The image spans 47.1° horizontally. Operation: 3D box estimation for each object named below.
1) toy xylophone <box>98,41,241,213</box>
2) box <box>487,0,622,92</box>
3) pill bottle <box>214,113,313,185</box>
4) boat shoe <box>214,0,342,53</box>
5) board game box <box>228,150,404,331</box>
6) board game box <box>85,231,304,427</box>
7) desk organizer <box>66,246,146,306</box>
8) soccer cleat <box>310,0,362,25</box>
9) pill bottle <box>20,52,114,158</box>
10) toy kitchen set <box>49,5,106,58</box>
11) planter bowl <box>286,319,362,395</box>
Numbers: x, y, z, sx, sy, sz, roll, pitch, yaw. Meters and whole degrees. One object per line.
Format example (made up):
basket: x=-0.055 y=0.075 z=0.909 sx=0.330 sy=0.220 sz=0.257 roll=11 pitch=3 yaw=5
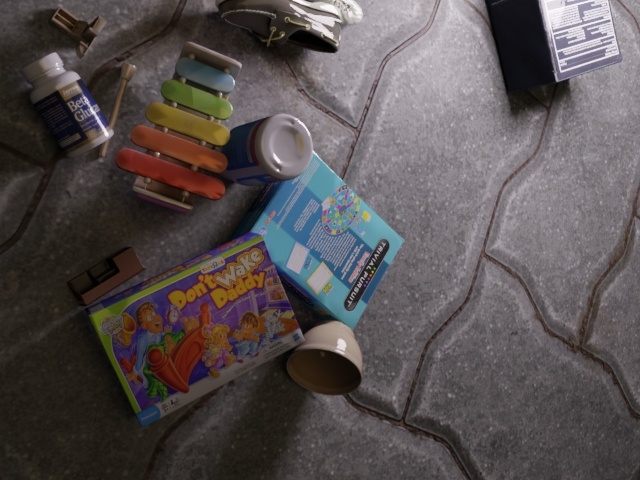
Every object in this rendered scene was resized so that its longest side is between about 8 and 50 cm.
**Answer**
toy xylophone: x=-0.280 y=-0.213 z=1.371 sx=0.236 sy=0.081 sz=0.323 roll=11 pitch=80 yaw=-15
box: x=0.631 y=-0.582 z=1.984 sx=0.296 sy=0.182 sz=0.294 roll=-21 pitch=100 yaw=-31
pill bottle: x=-0.123 y=-0.171 z=1.431 sx=0.124 sy=0.221 sz=0.124 roll=0 pitch=89 yaw=-35
boat shoe: x=-0.078 y=-0.454 z=1.537 sx=0.304 sy=0.109 sz=0.091 roll=-3 pitch=86 yaw=-38
board game box: x=0.000 y=0.000 z=1.599 sx=0.336 sy=0.079 sz=0.254 roll=43 pitch=67 yaw=-26
board game box: x=-0.231 y=0.161 z=1.390 sx=0.347 sy=0.078 sz=0.233 roll=-26 pitch=104 yaw=-18
desk organizer: x=-0.393 y=0.065 z=1.347 sx=0.130 sy=0.047 sz=0.050 roll=-36 pitch=106 yaw=-30
soccer cleat: x=0.024 y=-0.538 z=1.628 sx=0.196 sy=0.076 sz=0.068 roll=22 pitch=77 yaw=-33
pill bottle: x=-0.446 y=-0.237 z=1.285 sx=0.094 sy=0.094 sz=0.169 roll=-39 pitch=110 yaw=-29
toy kitchen set: x=-0.438 y=-0.373 z=1.300 sx=0.075 sy=0.083 sz=0.068 roll=34 pitch=70 yaw=-29
planter bowl: x=0.018 y=0.241 z=1.574 sx=0.162 sy=0.162 sz=0.109 roll=44 pitch=40 yaw=-26
